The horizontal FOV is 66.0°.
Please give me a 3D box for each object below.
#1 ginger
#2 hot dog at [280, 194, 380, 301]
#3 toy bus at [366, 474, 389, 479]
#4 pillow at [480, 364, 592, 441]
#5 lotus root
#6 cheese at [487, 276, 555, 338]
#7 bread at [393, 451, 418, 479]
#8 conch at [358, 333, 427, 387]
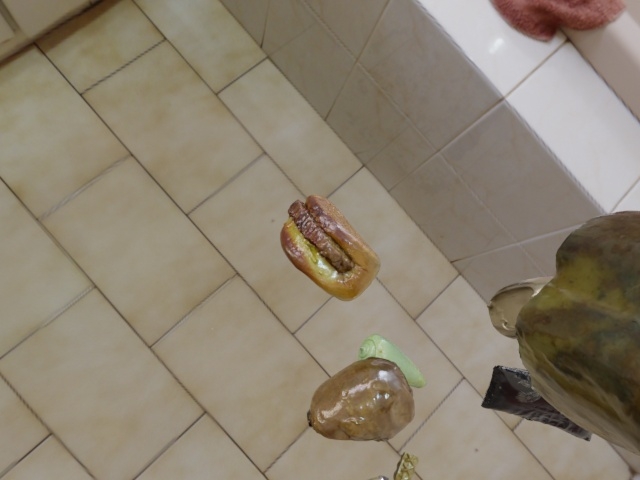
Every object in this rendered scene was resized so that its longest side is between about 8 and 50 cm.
[{"bbox_3d":[0.118,0.416,1.302,0.269,0.200,0.223,18,100,-21],"label":"ginger"},{"bbox_3d":[0.001,-0.001,1.546,0.223,0.405,0.185,27,108,-42],"label":"hot dog"},{"bbox_3d":[0.177,0.765,1.401,0.072,0.057,0.172,-10,74,-6],"label":"toy bus"},{"bbox_3d":[0.426,0.304,0.941,0.208,0.141,0.055,13,34,16],"label":"pillow"},{"bbox_3d":[0.352,0.118,0.397,0.250,0.346,0.251,-6,108,-18],"label":"lotus root"},{"bbox_3d":[0.412,0.116,0.798,0.286,0.163,0.082,6,70,-21],"label":"cheese"},{"bbox_3d":[0.274,0.743,1.595,0.060,0.066,0.110,32,75,-33],"label":"bread"},{"bbox_3d":[0.209,0.374,1.522,0.250,0.143,0.137,26,60,-42],"label":"conch"}]
